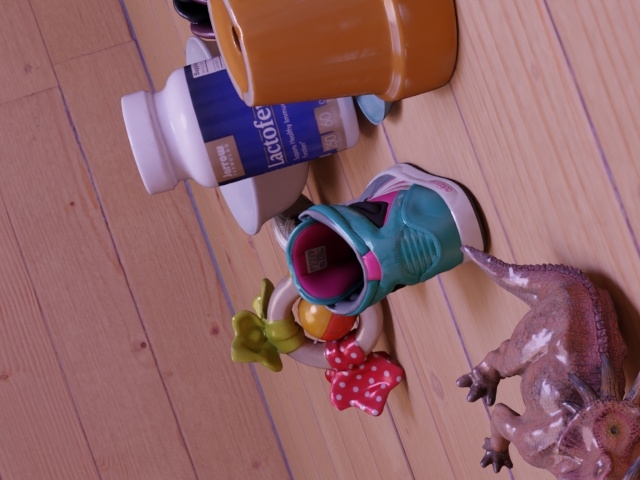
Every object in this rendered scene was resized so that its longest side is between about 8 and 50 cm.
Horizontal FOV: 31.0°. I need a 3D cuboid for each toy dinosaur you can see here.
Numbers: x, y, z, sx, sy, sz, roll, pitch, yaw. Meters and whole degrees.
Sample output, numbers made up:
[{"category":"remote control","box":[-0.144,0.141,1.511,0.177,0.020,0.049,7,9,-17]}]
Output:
[{"category":"toy dinosaur","box":[0.200,0.105,0.894,0.200,0.127,0.295,107,155,-58]}]

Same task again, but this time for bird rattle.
[{"category":"bird rattle","box":[0.005,0.132,1.628,0.143,0.254,0.206,-59,-8,-57]}]

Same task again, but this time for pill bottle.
[{"category":"pill bottle","box":[-0.097,-0.151,1.397,0.153,0.265,0.153,163,90,-89]}]

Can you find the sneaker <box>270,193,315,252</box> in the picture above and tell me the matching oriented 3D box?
[{"category":"sneaker","box":[0.000,0.000,1.714,0.225,0.088,0.092,53,157,28]}]

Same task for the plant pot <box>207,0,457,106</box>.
[{"category":"plant pot","box":[0.000,-0.215,1.092,0.205,0.188,0.205,161,90,-78]}]

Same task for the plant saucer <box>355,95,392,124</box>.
[{"category":"plant saucer","box":[0.056,-0.189,1.288,0.119,0.021,0.119,161,90,-77]}]

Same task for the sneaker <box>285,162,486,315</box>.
[{"category":"sneaker","box":[0.045,0.001,1.253,0.295,0.179,0.123,-162,54,-75]}]

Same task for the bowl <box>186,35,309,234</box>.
[{"category":"bowl","box":[-0.086,-0.167,1.675,0.298,0.134,0.297,162,90,-76]}]

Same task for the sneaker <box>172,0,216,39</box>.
[{"category":"sneaker","box":[-0.126,-0.348,1.504,0.281,0.163,0.106,-124,19,-49]}]

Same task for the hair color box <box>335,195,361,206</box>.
[{"category":"hair color box","box":[0.051,0.008,1.445,0.167,0.093,0.053,-127,22,-57]}]
